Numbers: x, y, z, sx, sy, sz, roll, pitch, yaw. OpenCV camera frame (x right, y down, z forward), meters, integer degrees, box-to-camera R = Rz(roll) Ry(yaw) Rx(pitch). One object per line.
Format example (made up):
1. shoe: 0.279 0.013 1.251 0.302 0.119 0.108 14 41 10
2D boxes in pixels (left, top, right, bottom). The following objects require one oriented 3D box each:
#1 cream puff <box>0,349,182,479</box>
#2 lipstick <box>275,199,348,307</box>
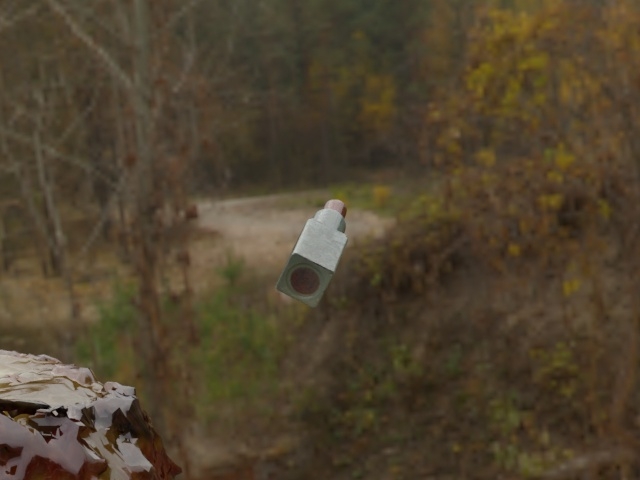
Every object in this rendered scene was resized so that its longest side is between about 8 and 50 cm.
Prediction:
1. cream puff: -0.232 0.172 0.814 0.350 0.229 0.350 3 2 0
2. lipstick: 0.001 0.000 0.968 0.030 0.030 0.129 26 24 -1
